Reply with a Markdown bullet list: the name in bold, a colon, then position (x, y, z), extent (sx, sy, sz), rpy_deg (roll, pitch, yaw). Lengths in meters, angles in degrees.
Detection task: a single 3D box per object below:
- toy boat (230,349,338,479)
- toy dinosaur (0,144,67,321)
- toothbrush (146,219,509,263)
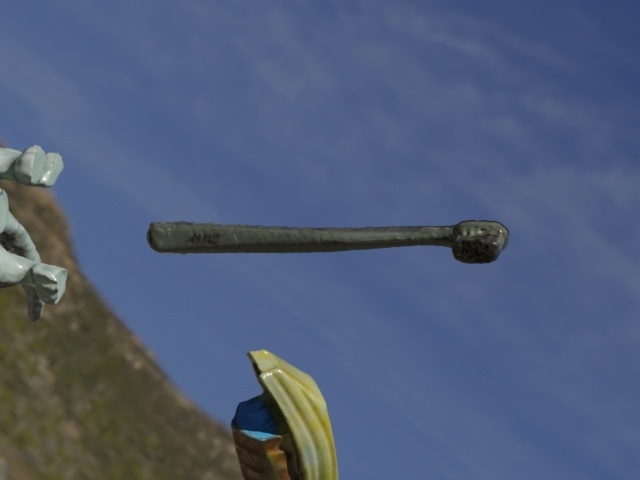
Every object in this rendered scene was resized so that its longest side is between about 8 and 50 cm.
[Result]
- **toy boat**: position (-0.025, 0.148, 1.288), extent (0.065, 0.066, 0.172), rpy_deg (-121, -163, -51)
- **toy dinosaur**: position (-0.115, -0.010, 0.576), extent (0.082, 0.039, 0.209), rpy_deg (13, -14, 9)
- **toothbrush**: position (0.000, 0.000, 1.448), extent (0.297, 0.030, 0.030), rpy_deg (1, -57, 20)
